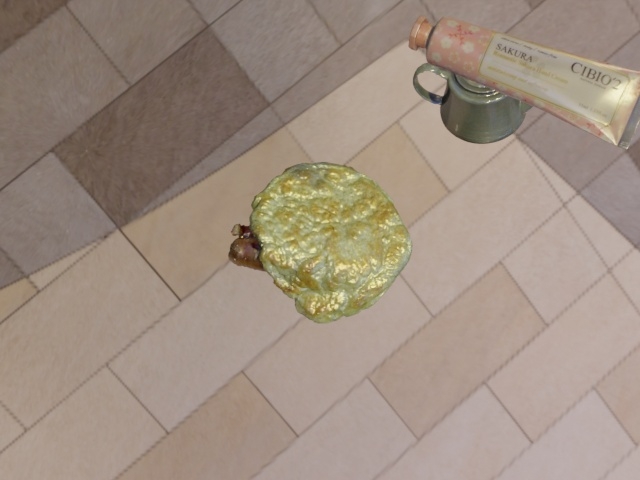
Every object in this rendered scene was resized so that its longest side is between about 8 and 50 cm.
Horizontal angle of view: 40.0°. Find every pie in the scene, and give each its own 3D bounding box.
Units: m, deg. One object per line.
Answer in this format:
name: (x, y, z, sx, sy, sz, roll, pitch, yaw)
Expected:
pie: (0.008, -0.005, 1.479, 0.274, 0.105, 0.257, 37, 83, 6)

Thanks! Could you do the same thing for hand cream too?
hand cream: (0.176, -0.145, 0.758, 0.210, 0.043, 0.067, 23, 87, 16)

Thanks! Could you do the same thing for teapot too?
teapot: (0.288, -0.284, 1.612, 0.239, 0.149, 0.162, 8, 65, 14)
